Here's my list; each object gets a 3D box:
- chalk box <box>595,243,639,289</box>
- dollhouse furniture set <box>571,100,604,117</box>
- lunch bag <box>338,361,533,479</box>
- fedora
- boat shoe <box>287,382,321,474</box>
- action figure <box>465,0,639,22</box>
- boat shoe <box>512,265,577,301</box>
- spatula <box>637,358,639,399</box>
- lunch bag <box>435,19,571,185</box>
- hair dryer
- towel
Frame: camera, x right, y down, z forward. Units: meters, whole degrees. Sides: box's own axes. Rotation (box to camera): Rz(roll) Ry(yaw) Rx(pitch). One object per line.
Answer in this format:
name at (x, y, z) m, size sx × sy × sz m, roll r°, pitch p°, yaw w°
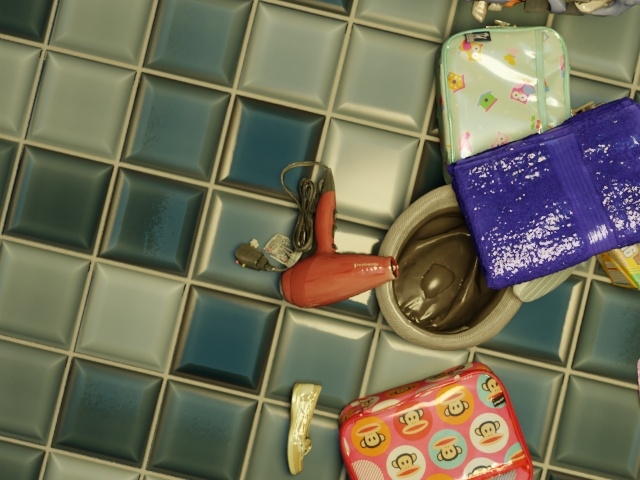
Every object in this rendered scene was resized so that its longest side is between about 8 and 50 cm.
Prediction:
chalk box at (0.555, -0.032, 1.526) m, size 0.213 × 0.132 × 0.132 m, roll -33°, pitch 89°, yaw 1°
dollhouse furniture set at (0.446, -0.148, 1.501) m, size 0.101 × 0.182 × 0.161 m, roll -27°, pitch 90°, yaw -1°
lunch bag at (0.191, 0.360, 1.532) m, size 0.293 × 0.120 × 0.258 m, roll -20°, pitch 93°, yaw 1°
fedora at (0.210, 0.050, 1.525) m, size 0.243 × 0.124 × 0.275 m, roll 33°, pitch 82°, yaw -1°
boat shoe at (-0.028, 0.317, 1.557) m, size 0.048 × 0.056 × 0.153 m, roll 4°, pitch 82°, yaw 4°
action figure at (0.315, -0.431, 1.429) m, size 0.341 × 0.330 × 0.179 m, roll 6°, pitch 88°, yaw 0°
boat shoe at (0.375, -0.002, 1.455) m, size 0.226 × 0.083 × 0.076 m, roll -44°, pitch 48°, yaw 0°
spatula at (0.578, 0.348, 1.570) m, size 0.084 × 0.030 × 0.296 m, roll 2°, pitch 90°, yaw 5°
lunch bag at (0.308, -0.222, 1.538) m, size 0.224 × 0.108 × 0.279 m, roll -3°, pitch 89°, yaw 0°
hair dryer at (0.000, 0.000, 1.488) m, size 0.293 × 0.080 × 0.224 m, roll 32°, pitch 91°, yaw 31°
towel at (0.362, -0.075, 1.389) m, size 0.308 × 0.076 × 0.228 m, roll -21°, pitch 66°, yaw 10°
